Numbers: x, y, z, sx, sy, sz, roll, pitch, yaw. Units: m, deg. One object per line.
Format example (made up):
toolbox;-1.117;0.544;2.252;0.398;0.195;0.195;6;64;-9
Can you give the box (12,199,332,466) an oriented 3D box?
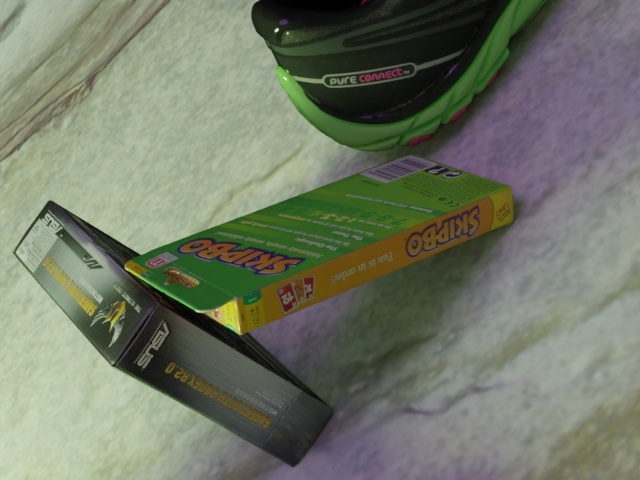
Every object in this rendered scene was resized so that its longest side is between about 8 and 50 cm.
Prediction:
box;-0.118;0.067;1.127;0.056;0.183;0.231;-54;36;0

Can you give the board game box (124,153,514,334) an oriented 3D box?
board game box;0.000;0.000;1.047;0.259;0.039;0.124;-19;24;-29

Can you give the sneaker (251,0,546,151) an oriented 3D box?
sneaker;0.124;-0.298;1.148;0.483;0.202;0.185;-57;36;-5
